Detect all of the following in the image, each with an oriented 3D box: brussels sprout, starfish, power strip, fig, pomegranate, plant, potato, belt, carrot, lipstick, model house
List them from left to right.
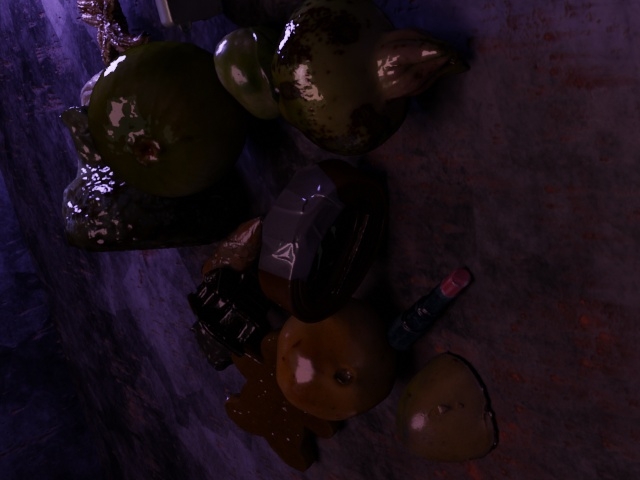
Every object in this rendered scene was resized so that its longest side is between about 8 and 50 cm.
[{"bbox_3d":[-0.463,-0.510,2.216,0.312,0.113,0.303,53,153,6],"label":"starfish"},{"bbox_3d":[-0.272,-0.238,1.902,0.316,0.316,0.316,39,141,41],"label":"fig"},{"bbox_3d":[-0.257,-0.513,1.842,0.046,0.118,0.271,12,120,56],"label":"power strip"},{"bbox_3d":[-0.208,0.209,2.270,0.132,0.129,0.194,59,148,14],"label":"plant"},{"bbox_3d":[-0.177,0.124,2.096,0.165,0.106,0.152,38,106,-5],"label":"model house"},{"bbox_3d":[-0.167,0.020,2.121,0.102,0.102,0.263,59,144,14],"label":"carrot"},{"bbox_3d":[-0.108,-0.296,1.737,0.183,0.131,0.145,53,-178,21],"label":"brussels sprout"},{"bbox_3d":[0.000,0.000,1.667,0.105,0.184,0.261,34,107,44],"label":"belt"},{"bbox_3d":[0.026,0.208,1.779,0.233,0.233,0.233,39,141,41],"label":"pomegranate"},{"bbox_3d":[0.053,-0.229,1.422,0.276,0.204,0.222,25,149,54],"label":"pomegranate"},{"bbox_3d":[0.178,0.108,1.633,0.053,0.053,0.234,59,146,14],"label":"lipstick"},{"bbox_3d":[0.187,0.292,1.677,0.182,0.117,0.202,60,152,19],"label":"potato"}]

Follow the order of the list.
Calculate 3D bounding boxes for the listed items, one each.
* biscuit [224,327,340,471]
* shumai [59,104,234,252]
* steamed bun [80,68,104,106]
[{"bbox_3d":[-0.070,0.319,2.157,0.283,0.064,0.432,36,142,18],"label":"biscuit"},{"bbox_3d":[-0.367,-0.146,2.150,0.395,0.395,0.348,-10,81,61],"label":"shumai"},{"bbox_3d":[-0.498,-0.284,2.392,0.211,0.144,0.218,18,124,55],"label":"steamed bun"}]
